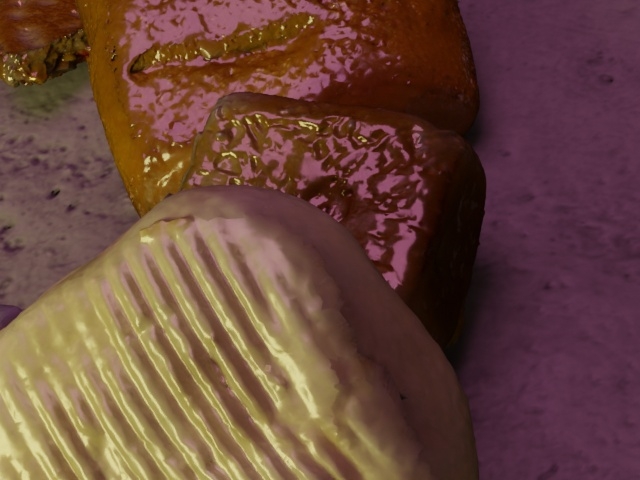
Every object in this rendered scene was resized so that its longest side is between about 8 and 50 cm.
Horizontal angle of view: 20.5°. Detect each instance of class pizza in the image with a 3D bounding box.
[{"bbox_3d":[-0.234,-0.210,1.767,0.199,0.062,0.188,-8,36,3],"label":"pizza"}]

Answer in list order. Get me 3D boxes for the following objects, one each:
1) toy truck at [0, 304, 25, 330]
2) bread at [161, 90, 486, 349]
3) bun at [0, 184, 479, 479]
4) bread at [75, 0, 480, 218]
[{"bbox_3d":[-0.297,0.206,1.282,0.176,0.178,0.363,2,45,24],"label":"toy truck"},{"bbox_3d":[0.000,0.000,1.372,0.246,0.176,0.195,11,67,22],"label":"bread"},{"bbox_3d":[-0.065,0.140,1.198,0.361,0.213,0.361,-1,86,14],"label":"bun"},{"bbox_3d":[-0.044,-0.187,1.557,0.328,0.148,0.337,-17,60,4],"label":"bread"}]
